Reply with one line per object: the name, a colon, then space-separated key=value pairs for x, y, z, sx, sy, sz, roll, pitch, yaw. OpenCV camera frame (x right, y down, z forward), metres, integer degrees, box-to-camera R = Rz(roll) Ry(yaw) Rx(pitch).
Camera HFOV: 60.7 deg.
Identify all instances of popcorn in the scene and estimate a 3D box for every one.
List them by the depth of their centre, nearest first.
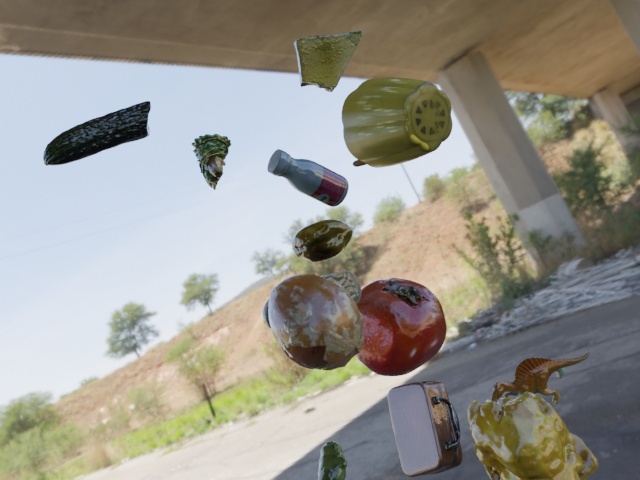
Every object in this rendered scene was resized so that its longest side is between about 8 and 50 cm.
popcorn: x=0.393 y=0.404 z=1.045 sx=0.191 sy=0.253 sz=0.190 roll=-19 pitch=-17 yaw=-30

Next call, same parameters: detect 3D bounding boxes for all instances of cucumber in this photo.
cucumber: x=-0.494 y=-0.236 z=1.219 sx=0.265 sy=0.077 sz=0.077 roll=-19 pitch=-7 yaw=-6

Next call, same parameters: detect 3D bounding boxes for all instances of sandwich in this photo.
sandwich: x=0.031 y=-0.507 z=1.567 sx=0.193 sy=0.162 sz=0.058 roll=-11 pitch=21 yaw=-5

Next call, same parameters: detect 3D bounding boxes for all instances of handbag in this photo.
handbag: x=0.227 y=0.404 z=1.191 sx=0.072 sy=0.193 sz=0.151 roll=8 pitch=-31 yaw=-32

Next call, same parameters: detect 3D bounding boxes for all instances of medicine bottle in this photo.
medicine bottle: x=-0.033 y=-0.167 z=1.447 sx=0.217 sy=0.090 sz=0.090 roll=23 pitch=-35 yaw=-30

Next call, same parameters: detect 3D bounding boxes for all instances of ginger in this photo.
ginger: x=0.003 y=0.745 z=1.613 sx=0.089 sy=0.290 sz=0.137 roll=24 pitch=-12 yaw=-17

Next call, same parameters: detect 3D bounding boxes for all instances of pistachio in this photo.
pistachio: x=0.001 y=-0.003 z=1.596 sx=0.189 sy=0.110 sz=0.100 roll=-12 pitch=37 yaw=11

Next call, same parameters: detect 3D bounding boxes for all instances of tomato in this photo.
tomato: x=0.247 y=0.286 z=1.823 sx=0.293 sy=0.325 sz=0.289 roll=-26 pitch=-44 yaw=-54

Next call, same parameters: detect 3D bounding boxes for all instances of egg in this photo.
egg: x=-0.013 y=0.173 z=1.181 sx=0.195 sy=0.233 sz=0.195 roll=-47 pitch=-9 yaw=-10

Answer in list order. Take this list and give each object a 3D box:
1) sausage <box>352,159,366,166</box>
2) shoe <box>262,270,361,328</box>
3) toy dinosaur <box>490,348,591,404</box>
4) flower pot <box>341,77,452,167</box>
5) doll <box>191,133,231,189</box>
sausage: x=0.159 y=-0.263 z=1.792 sx=0.116 sy=0.026 sz=0.026 roll=-12 pitch=0 yaw=27
shoe: x=-0.047 y=0.162 z=1.427 sx=0.316 sy=0.124 sz=0.159 roll=-12 pitch=-5 yaw=-39
toy dinosaur: x=0.491 y=0.299 z=1.239 sx=0.212 sy=0.142 sz=0.057 roll=-61 pitch=12 yaw=10
flower pot: x=0.169 y=-0.253 z=1.151 sx=0.195 sy=0.195 sz=0.179 roll=-22 pitch=16 yaw=-29
doll: x=-0.228 y=-0.159 z=1.098 sx=0.077 sy=0.113 sz=0.078 roll=17 pitch=-24 yaw=-17
